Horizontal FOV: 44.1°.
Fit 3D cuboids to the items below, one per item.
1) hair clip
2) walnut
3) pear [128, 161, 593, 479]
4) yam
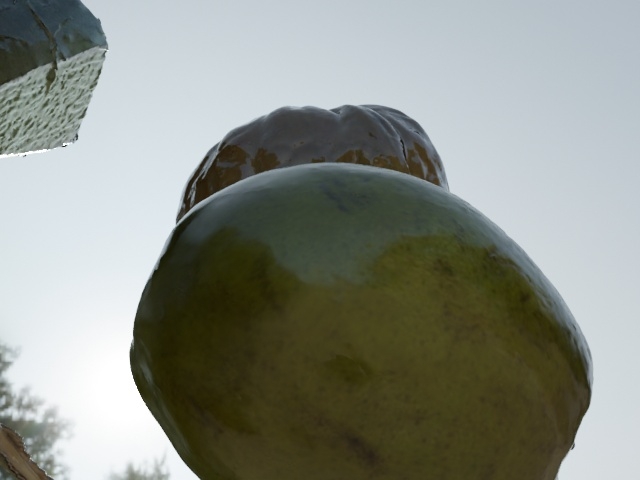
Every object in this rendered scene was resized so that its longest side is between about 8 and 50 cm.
[{"bbox_3d":[-0.396,0.246,0.973,0.072,0.034,0.226,9,-45,27],"label":"hair clip"},{"bbox_3d":[0.000,0.000,0.819,0.296,0.285,0.285,-1,-48,-28],"label":"walnut"},{"bbox_3d":[0.028,0.078,0.537,0.307,0.253,0.253,23,-50,11],"label":"pear"},{"bbox_3d":[-0.374,-0.167,0.807,0.201,0.271,0.202,31,-59,-2],"label":"yam"}]
